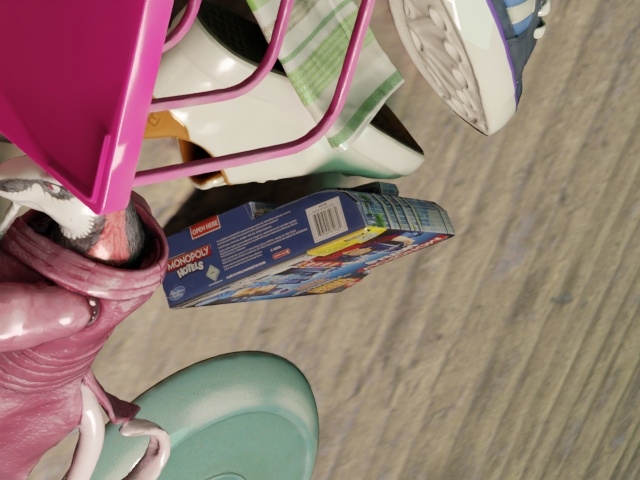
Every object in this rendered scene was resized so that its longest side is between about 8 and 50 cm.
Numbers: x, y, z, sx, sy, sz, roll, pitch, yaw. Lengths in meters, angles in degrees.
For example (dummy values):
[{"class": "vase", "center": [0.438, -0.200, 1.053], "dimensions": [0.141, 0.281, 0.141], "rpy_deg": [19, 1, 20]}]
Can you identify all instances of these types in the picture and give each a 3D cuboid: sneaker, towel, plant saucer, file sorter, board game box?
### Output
[{"class": "sneaker", "center": [0.167, -0.254, 1.292], "dimensions": [0.236, 0.130, 0.323], "rpy_deg": [-37, 137, -11]}, {"class": "towel", "center": [0.002, -0.153, 1.197], "dimensions": [0.152, 0.023, 0.113], "rpy_deg": [59, 37, -19]}, {"class": "plant saucer", "center": [-0.117, 0.245, 1.511], "dimensions": [0.317, 0.043, 0.317], "rpy_deg": [-28, 139, -27]}, {"class": "sneaker", "center": [-0.039, -0.089, 1.263], "dimensions": [0.123, 0.106, 0.290], "rpy_deg": [-47, 142, 19]}, {"class": "file sorter", "center": [-0.120, -0.185, 0.914], "dimensions": [0.182, 0.290, 0.202], "rpy_deg": [-14, 131, -43]}, {"class": "board game box", "center": [0.000, 0.000, 1.337], "dimensions": [0.194, 0.060, 0.194], "rpy_deg": [-22, 168, 29]}]

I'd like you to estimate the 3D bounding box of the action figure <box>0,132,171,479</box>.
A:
[{"class": "action figure", "center": [-0.186, 0.062, 1.053], "dimensions": [0.370, 0.276, 0.248], "rpy_deg": [-45, -174, 46]}]
